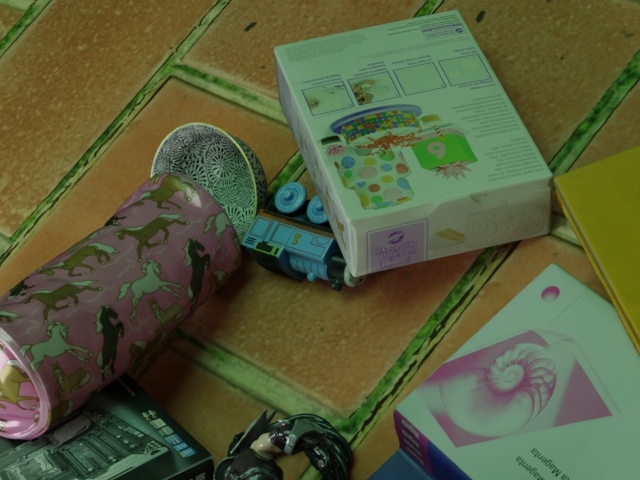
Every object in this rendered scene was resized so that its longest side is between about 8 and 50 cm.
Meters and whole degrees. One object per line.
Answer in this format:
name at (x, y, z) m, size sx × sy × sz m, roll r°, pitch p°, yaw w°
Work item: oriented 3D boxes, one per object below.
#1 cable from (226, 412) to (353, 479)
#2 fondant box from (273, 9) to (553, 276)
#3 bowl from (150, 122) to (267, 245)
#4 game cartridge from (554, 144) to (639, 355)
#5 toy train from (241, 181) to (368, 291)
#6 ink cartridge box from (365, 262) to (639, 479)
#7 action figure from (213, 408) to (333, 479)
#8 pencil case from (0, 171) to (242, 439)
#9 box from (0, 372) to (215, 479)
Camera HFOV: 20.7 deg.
cable at (-0.039, 0.277, 1.901) m, size 0.151 × 0.047 × 0.184 m, roll -6°, pitch 52°, yaw 20°
fondant box at (0.102, -0.121, 2.044) m, size 0.238 × 0.096 × 0.330 m, roll -12°, pitch 43°, yaw -9°
bowl at (-0.123, -0.068, 2.183) m, size 0.170 × 0.170 × 0.080 m, roll 6°, pitch 14°, yaw 35°
game cartridge at (0.438, -0.022, 1.811) m, size 0.324 × 0.052 × 0.285 m, roll -19°, pitch 41°, yaw 0°
toy train at (0.000, 0.000, 2.080) m, size 0.184 × 0.080 × 0.105 m, roll 17°, pitch 74°, yaw 36°
ink cartridge box at (0.228, 0.218, 1.767) m, size 0.330 × 0.071 × 0.324 m, roll -42°, pitch 45°, yaw -8°
action figure at (-0.044, 0.278, 1.779) m, size 0.285 × 0.099 × 0.185 m, roll 29°, pitch 99°, yaw 66°
pencil case at (-0.258, 0.068, 2.028) m, size 0.160 × 0.167 × 0.386 m, roll -18°, pitch 15°, yaw 46°
box at (-0.295, 0.243, 1.968) m, size 0.242 × 0.076 × 0.307 m, roll -22°, pitch 35°, yaw -25°
